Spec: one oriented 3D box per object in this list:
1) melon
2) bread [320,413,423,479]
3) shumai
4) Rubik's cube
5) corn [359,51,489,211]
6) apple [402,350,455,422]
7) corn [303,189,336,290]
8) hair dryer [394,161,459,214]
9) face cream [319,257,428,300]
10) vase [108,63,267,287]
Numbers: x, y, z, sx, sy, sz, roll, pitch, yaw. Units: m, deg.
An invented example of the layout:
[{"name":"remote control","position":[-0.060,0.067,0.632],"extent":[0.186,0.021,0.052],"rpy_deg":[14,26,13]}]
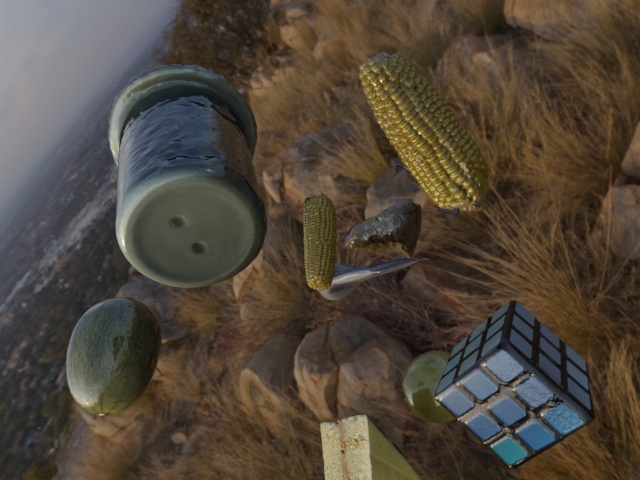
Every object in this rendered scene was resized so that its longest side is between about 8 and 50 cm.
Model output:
[{"name":"melon","position":[-0.576,0.318,1.293],"extent":[0.248,0.248,0.329],"rpy_deg":[-24,49,34]},{"name":"bread","position":[0.195,0.754,1.594],"extent":[0.345,0.405,0.242],"rpy_deg":[-29,51,46]},{"name":"shumai","position":[0.245,-0.057,1.821],"extent":[0.283,0.346,0.217],"rpy_deg":[9,88,24]},{"name":"Rubik's cube","position":[0.304,0.222,0.732],"extent":[0.162,0.160,0.163],"rpy_deg":[-52,-9,29]},{"name":"corn","position":[0.196,-0.192,0.852],"extent":[0.130,0.347,0.130],"rpy_deg":[-36,6,5]},{"name":"apple","position":[0.448,0.564,1.784],"extent":[0.262,0.262,0.262],"rpy_deg":[-32,35,26]},{"name":"corn","position":[0.000,0.000,1.399],"extent":[0.106,0.106,0.305],"rpy_deg":[-22,58,36]},{"name":"hair dryer","position":[0.368,-0.206,1.574],"extent":[0.078,0.248,0.196],"rpy_deg":[105,179,-81]},{"name":"face cream","position":[0.138,0.122,1.585],"extent":[0.420,0.235,0.137],"rpy_deg":[-19,82,51]},{"name":"vase","position":[-0.184,-0.093,0.655],"extent":[0.245,0.245,0.291],"rpy_deg":[-42,37,11]}]
